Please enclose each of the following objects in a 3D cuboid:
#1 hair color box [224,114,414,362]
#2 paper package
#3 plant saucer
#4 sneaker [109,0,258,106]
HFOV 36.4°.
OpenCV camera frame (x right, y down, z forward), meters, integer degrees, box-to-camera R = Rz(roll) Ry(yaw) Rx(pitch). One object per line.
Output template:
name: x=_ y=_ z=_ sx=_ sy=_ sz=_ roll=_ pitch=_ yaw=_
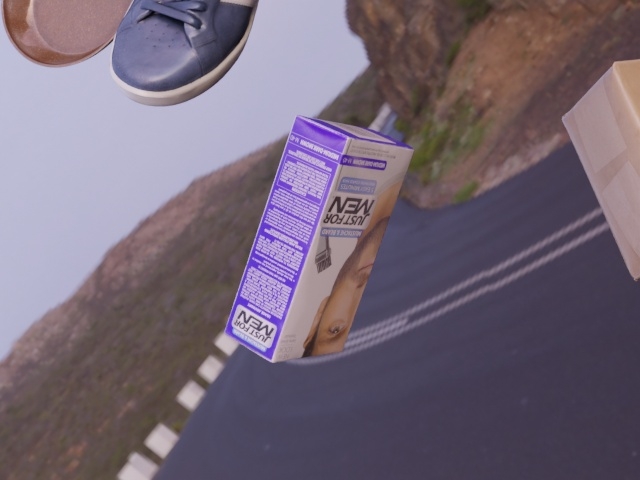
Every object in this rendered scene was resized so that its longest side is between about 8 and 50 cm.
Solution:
hair color box: x=0.000 y=0.000 z=1.426 sx=0.185 sy=0.110 sz=0.339 roll=0 pitch=-67 yaw=-55
paper package: x=0.609 y=-0.129 z=1.608 sx=0.309 sy=0.325 sz=0.168 roll=-9 pitch=-23 yaw=-23
plant saucer: x=-0.291 y=-0.296 z=1.161 sx=0.198 sy=0.198 sz=0.036 roll=-51 pitch=-24 yaw=6
sneaker: x=-0.105 y=-0.295 z=0.948 sx=0.148 sy=0.131 sz=0.350 roll=87 pitch=-153 yaw=-64
